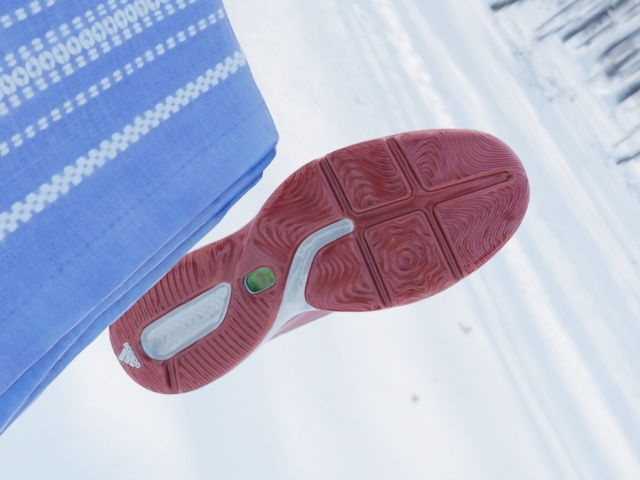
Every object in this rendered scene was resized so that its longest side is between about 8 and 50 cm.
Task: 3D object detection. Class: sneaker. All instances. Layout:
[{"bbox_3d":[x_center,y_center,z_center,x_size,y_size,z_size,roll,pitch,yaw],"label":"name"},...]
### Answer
[{"bbox_3d":[0.000,0.000,0.544,0.128,0.221,0.087,-56,124,-80],"label":"sneaker"}]

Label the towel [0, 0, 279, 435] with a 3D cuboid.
[{"bbox_3d":[-0.120,-0.120,0.283,0.243,0.040,0.335,-48,126,-48],"label":"towel"}]
